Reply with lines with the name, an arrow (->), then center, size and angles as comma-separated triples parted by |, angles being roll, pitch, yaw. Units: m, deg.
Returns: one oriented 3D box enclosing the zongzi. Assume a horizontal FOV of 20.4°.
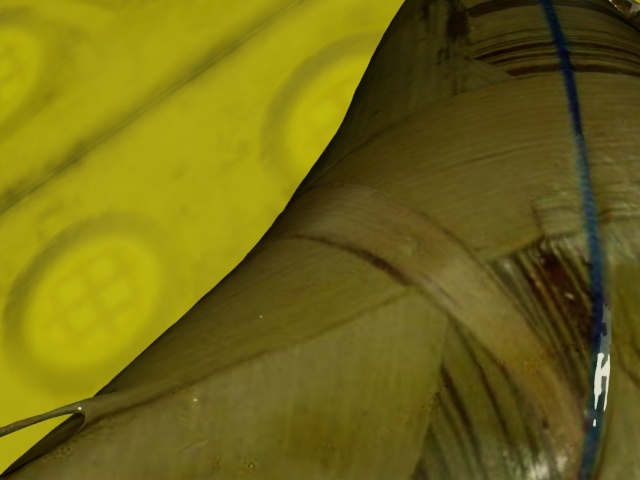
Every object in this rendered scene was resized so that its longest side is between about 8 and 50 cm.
zongzi -> 0.000, 0.000, 0.503 | 0.289, 0.123, 0.260 | 2, 36, -23
